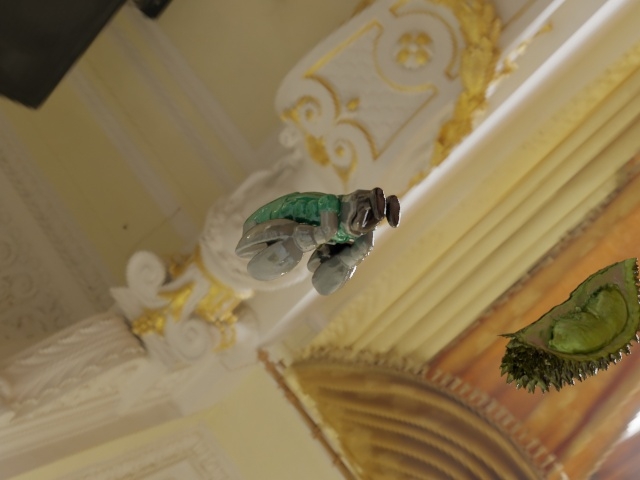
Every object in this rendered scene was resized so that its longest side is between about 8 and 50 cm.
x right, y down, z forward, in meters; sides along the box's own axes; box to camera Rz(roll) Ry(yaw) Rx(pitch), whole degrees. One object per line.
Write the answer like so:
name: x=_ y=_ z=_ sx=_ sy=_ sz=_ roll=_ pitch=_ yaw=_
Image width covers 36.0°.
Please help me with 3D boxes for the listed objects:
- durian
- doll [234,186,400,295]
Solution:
durian: x=0.481 y=0.176 z=1.861 sx=0.351 sy=0.158 sz=0.169 roll=-29 pitch=-94 yaw=-20
doll: x=-0.018 y=-0.005 z=1.429 sx=0.194 sy=0.258 sz=0.153 roll=14 pitch=-113 yaw=-19
